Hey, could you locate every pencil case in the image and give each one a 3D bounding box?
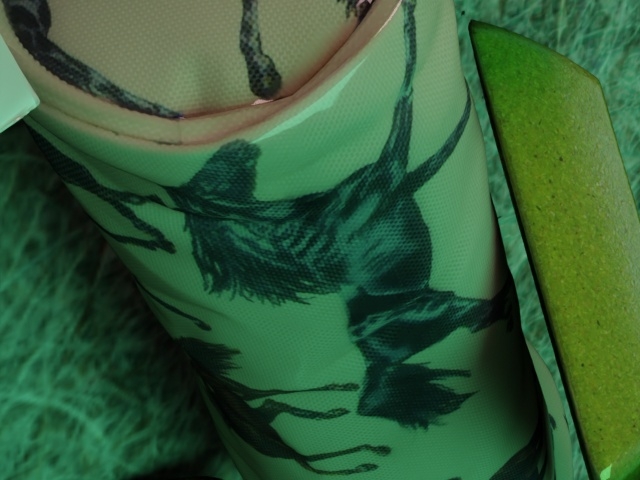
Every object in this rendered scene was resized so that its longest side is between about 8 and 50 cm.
[{"bbox_3d":[0.000,0.000,0.775,0.160,0.183,0.410,-26,143,-2],"label":"pencil case"}]

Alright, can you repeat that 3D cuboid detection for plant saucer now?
[{"bbox_3d":[0.112,0.016,0.777,0.188,0.045,0.188,53,22,-75],"label":"plant saucer"}]

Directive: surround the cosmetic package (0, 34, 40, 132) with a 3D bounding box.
[{"bbox_3d":[-0.173,-0.127,0.516,0.060,0.099,0.239,-38,118,-22],"label":"cosmetic package"}]

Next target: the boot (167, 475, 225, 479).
[{"bbox_3d":[-0.118,0.210,0.828,0.305,0.115,0.112,-30,128,-38],"label":"boot"}]
